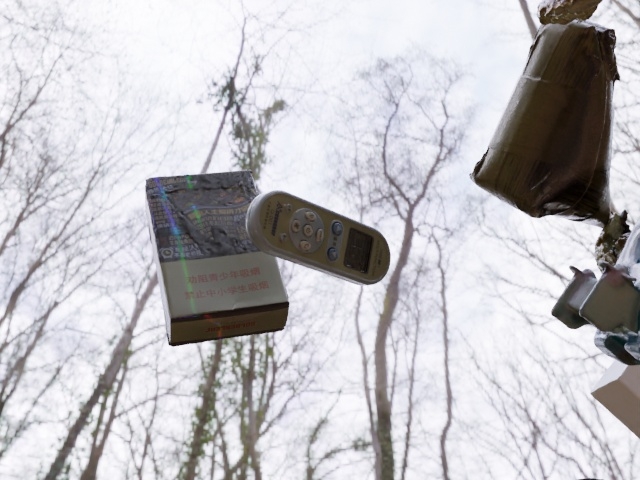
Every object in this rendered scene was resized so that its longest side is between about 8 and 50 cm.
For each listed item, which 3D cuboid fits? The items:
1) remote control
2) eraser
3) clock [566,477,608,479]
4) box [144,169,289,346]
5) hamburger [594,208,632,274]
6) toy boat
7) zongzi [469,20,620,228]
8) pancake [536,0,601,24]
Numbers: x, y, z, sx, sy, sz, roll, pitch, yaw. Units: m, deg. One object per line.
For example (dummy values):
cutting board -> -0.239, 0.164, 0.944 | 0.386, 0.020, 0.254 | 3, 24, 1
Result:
remote control -> 0.000, 0.000, 1.067 | 0.244, 0.087, 0.047 | 21, -21, -35
eraser -> 0.503, 0.269, 1.010 | 0.298, 0.078, 0.076 | 43, -27, 10
clock -> 0.406, 0.529, 1.183 | 0.318, 0.319, 0.066 | 19, -23, -18
box -> -0.184, 0.021, 1.325 | 0.198, 0.310, 0.084 | -7, -38, -16
hamburger -> 0.532, 0.054, 1.118 | 0.288, 0.192, 0.168 | 48, -53, 12
toy boat -> 0.302, -0.043, 0.606 | 0.092, 0.134, 0.299 | 36, -97, -3
zongzi -> 0.390, -0.161, 1.136 | 0.299, 0.145, 0.274 | 11, -74, -38
pancake -> 0.343, -0.286, 0.696 | 0.057, 0.244, 0.266 | 41, -91, -27
